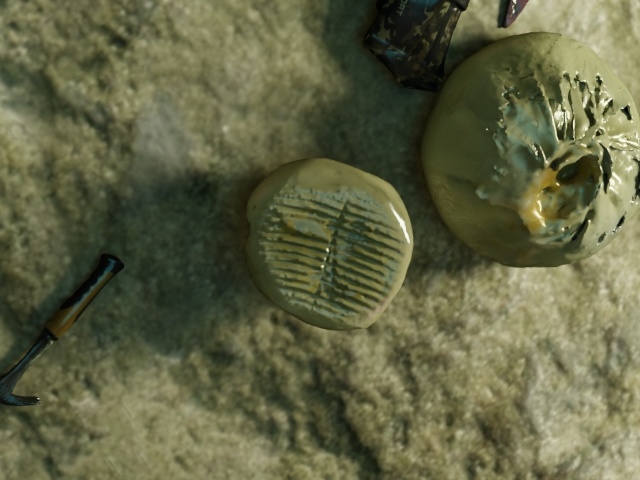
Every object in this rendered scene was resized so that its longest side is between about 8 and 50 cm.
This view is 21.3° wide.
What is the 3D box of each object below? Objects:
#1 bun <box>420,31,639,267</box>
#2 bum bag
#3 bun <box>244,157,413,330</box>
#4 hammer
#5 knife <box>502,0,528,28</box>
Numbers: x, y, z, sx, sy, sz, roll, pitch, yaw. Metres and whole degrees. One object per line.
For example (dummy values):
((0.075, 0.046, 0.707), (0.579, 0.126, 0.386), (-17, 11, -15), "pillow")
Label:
((0.257, -0.097, 1.941), (0.287, 0.146, 0.287), (-4, 102, -20), "bun")
((0.124, -0.288, 1.882), (0.102, 0.069, 0.248), (11, 100, -40), "bum bag")
((0.000, 0.000, 1.871), (0.193, 0.128, 0.178), (18, 95, -14), "bun")
((-0.281, 0.097, 1.830), (0.201, 0.021, 0.078), (-48, 115, -5), "hammer")
((0.257, -0.359, 1.952), (0.035, 0.018, 0.247), (15, 99, -28), "knife")
